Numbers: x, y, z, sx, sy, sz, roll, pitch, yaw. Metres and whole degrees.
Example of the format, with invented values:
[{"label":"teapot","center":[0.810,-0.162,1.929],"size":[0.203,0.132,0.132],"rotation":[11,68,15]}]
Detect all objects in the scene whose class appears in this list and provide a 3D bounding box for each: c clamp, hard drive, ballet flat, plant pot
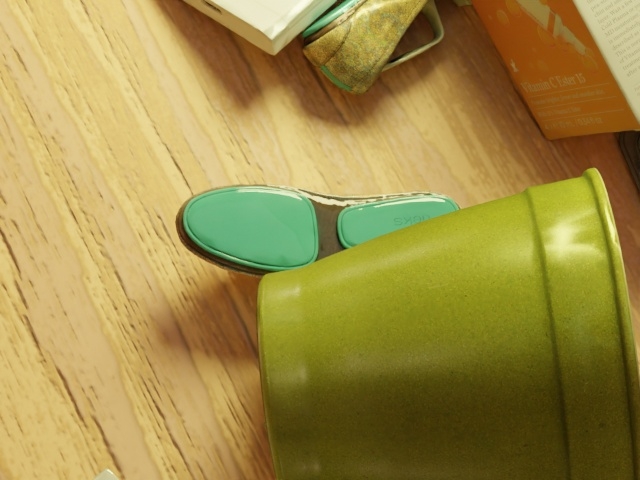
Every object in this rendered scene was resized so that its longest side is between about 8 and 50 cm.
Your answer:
[{"label":"c clamp","center":[0.420,-0.100,2.020],"size":[0.137,0.022,0.160],"rotation":[-9,69,-10]},{"label":"hard drive","center":[-0.020,-0.363,2.036],"size":[0.203,0.040,0.307],"rotation":[34,68,30]},{"label":"ballet flat","center":[0.125,-0.296,2.029],"size":[0.123,0.123,0.348],"rotation":[42,69,11]},{"label":"plant pot","center":[0.123,0.131,1.746],"size":[0.353,0.366,0.366],"rotation":[-7,68,4]},{"label":"ballet flat","center":[0.000,0.000,1.888],"size":[0.316,0.106,0.107],"rotation":[3,75,-4]}]

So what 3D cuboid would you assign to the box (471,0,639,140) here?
[{"label":"box","center":[0.281,-0.302,1.916],"size":[0.168,0.215,0.345],"rotation":[-34,101,-18]}]

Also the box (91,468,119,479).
[{"label":"box","center":[-0.236,0.338,1.684],"size":[0.181,0.182,0.119],"rotation":[-41,80,-19]}]
